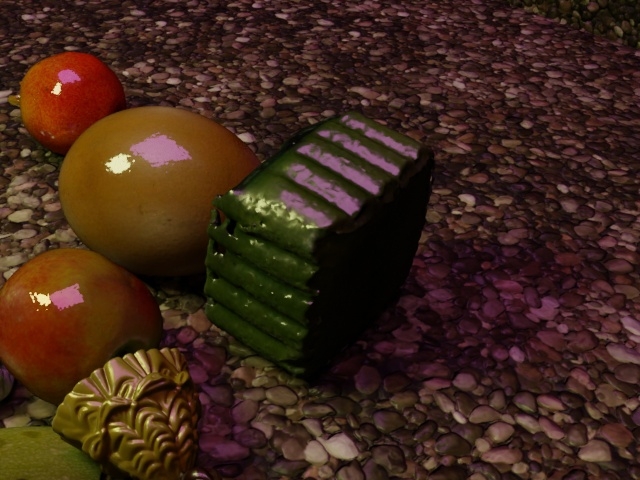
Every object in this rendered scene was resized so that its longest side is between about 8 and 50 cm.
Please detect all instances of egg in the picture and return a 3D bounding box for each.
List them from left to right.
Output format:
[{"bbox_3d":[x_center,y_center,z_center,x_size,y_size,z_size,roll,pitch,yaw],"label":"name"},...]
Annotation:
[{"bbox_3d":[-0.256,-0.080,1.355,0.351,0.283,0.283,6,36,9],"label":"egg"}]

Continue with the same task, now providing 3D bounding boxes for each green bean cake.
[{"bbox_3d":[0.000,0.000,1.226,0.218,0.335,0.319,31,42,22],"label":"green bean cake"}]

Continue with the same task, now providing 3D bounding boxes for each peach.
[{"bbox_3d":[-0.335,0.119,1.134,0.230,0.231,0.231,1,35,-1],"label":"peach"}]

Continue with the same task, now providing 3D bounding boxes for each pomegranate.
[{"bbox_3d":[-0.536,-0.290,1.715,0.256,0.221,0.221,5,35,18],"label":"pomegranate"}]

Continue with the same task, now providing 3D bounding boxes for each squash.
[{"bbox_3d":[-0.374,0.278,1.020,0.184,0.085,0.192,-22,43,-27],"label":"squash"}]

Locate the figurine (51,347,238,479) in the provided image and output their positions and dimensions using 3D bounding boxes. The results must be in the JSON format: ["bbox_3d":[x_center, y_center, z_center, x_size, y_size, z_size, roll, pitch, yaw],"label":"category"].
[{"bbox_3d":[-0.160,0.291,0.980,0.315,0.168,0.187,43,12,31],"label":"figurine"}]

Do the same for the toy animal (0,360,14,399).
[{"bbox_3d":[-0.541,0.145,1.134,0.208,0.156,0.204,0,39,-8],"label":"toy animal"}]
